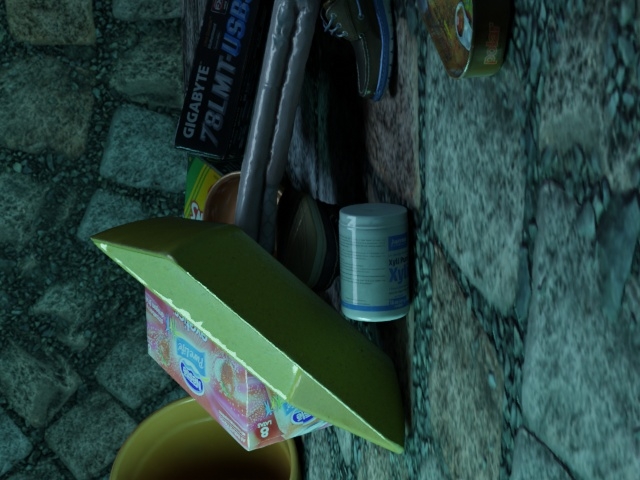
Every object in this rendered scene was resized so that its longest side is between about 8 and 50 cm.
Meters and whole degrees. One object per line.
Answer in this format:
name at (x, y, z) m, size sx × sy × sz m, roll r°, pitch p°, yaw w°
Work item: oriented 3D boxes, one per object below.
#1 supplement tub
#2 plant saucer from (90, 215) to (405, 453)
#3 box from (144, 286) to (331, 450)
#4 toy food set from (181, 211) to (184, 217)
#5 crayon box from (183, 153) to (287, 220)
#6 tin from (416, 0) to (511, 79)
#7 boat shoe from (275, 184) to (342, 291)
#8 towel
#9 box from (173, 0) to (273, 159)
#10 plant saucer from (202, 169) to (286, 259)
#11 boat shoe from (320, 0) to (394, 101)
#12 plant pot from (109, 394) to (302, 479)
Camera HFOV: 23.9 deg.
supplement tub at (0.053, 0.021, 1.497) m, size 0.071 × 0.071 × 0.107 m, roll -129°, pitch 36°, yaw -73°
plant saucer at (-0.068, 0.080, 1.646) m, size 0.081 × 0.333 × 0.333 m, roll -52°, pitch 19°, yaw -11°
box at (-0.107, 0.131, 1.990) m, size 0.300 × 0.142 × 0.154 m, roll 36°, pitch 132°, yaw 51°
toy food set at (-0.146, -0.039, 2.406) m, size 0.232 × 0.111 × 0.104 m, roll -54°, pitch 13°, yaw -1°
crayon box at (-0.132, 0.039, 2.282) m, size 0.202 × 0.081 × 0.318 m, roll 38°, pitch 130°, yaw 49°
tin at (0.109, -0.204, 1.196) m, size 0.189 × 0.040 × 0.106 m, roll -106°, pitch 12°, yaw -49°
boat shoe at (0.000, 0.000, 1.736) m, size 0.285 × 0.092 × 0.102 m, roll -131°, pitch 57°, yaw -77°
towel at (-0.048, -0.175, 1.771) m, size 0.332 × 0.053 × 0.316 m, roll -92°, pitch 13°, yaw -68°
box at (-0.105, -0.252, 1.926) m, size 0.293 × 0.073 × 0.295 m, roll -69°, pitch -8°, yaw -85°
plant saucer at (-0.082, -0.004, 2.098) m, size 0.200 × 0.037 × 0.199 m, roll 17°, pitch 117°, yaw 37°
boat shoe at (0.034, -0.230, 1.516) m, size 0.066 × 0.066 × 0.183 m, roll -169°, pitch 76°, yaw -80°
plant pot at (-0.157, 0.407, 2.323) m, size 0.203 × 0.291 × 0.290 m, roll 73°, pitch -177°, yaw -50°
